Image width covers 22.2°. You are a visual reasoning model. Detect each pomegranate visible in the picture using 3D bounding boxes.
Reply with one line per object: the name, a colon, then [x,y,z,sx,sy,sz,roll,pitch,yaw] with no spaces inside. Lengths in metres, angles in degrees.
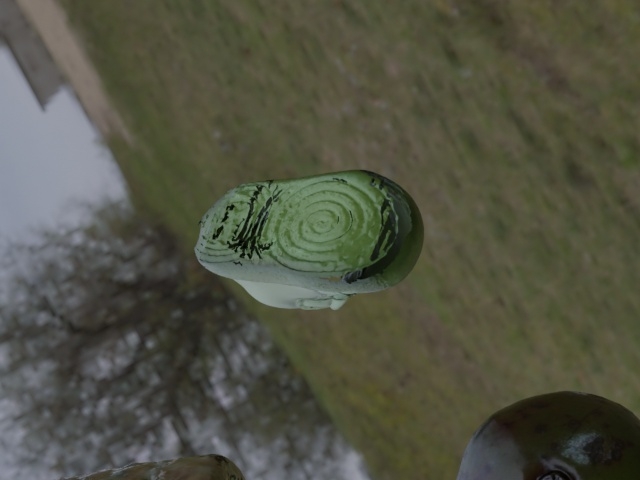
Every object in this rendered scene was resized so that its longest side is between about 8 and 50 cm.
pomegranate: [0.204,0.233,1.317,0.202,0.202,0.248,63,179,30]

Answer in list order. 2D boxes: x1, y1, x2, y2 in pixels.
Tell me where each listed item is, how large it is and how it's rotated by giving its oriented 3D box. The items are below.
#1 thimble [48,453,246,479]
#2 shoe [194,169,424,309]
thimble: [-0.103,0.231,0.962,0.229,0.148,0.196,62,-158,-75]
shoe: [-0.003,-0.004,1.636,0.128,0.262,0.140,30,-114,-53]
